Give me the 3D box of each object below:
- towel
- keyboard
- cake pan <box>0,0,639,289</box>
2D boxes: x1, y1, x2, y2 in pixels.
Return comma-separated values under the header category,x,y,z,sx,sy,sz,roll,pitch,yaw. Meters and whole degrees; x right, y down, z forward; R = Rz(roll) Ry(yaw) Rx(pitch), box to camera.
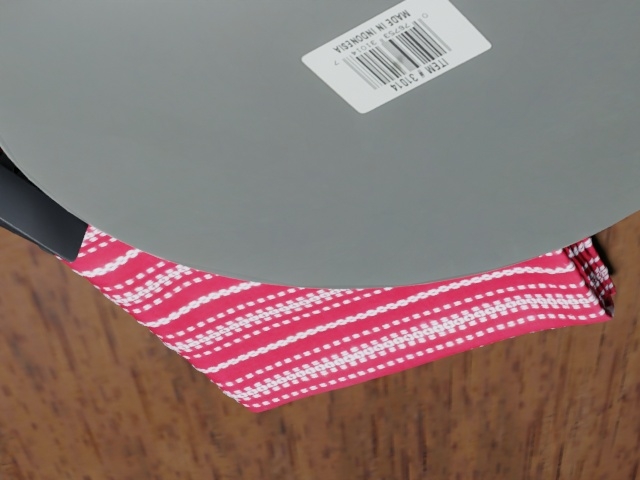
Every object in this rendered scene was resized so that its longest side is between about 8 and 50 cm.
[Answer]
category,x,y,z,sx,sy,sz,roll,pitch,yaw
towel,0.000,0.000,0.787,0.199,0.031,0.275,-17,150,17
keyboard,-0.149,-0.046,0.604,0.180,0.023,0.108,35,172,-41
cake pan,0.017,-0.079,0.582,0.293,0.054,0.293,-3,143,-2
